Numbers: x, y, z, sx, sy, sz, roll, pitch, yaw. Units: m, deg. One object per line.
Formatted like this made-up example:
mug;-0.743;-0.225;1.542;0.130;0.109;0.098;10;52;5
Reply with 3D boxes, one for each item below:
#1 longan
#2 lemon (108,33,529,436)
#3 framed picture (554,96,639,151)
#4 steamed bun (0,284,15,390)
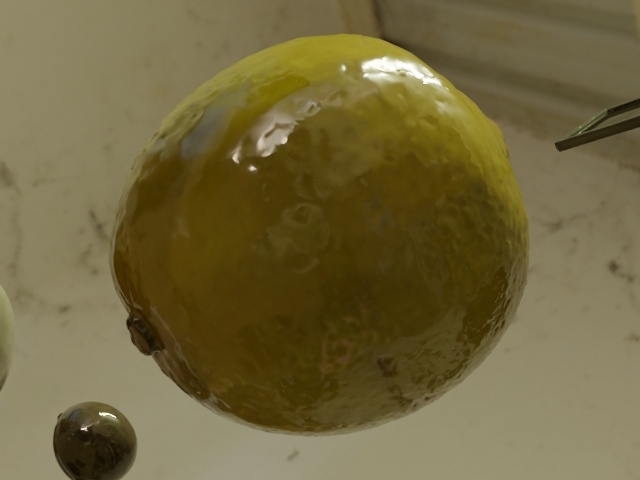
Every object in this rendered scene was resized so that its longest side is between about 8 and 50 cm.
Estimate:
longan;-0.269;0.238;1.655;0.119;0.106;0.106;23;-43;44
lemon;0.000;0.000;1.152;0.348;0.348;0.348;42;-30;31
framed picture;0.397;-0.158;1.520;0.260;0.189;0.023;-17;-83;30
steamed bun;-0.391;0.123;1.328;0.145;0.232;0.232;58;-25;19
